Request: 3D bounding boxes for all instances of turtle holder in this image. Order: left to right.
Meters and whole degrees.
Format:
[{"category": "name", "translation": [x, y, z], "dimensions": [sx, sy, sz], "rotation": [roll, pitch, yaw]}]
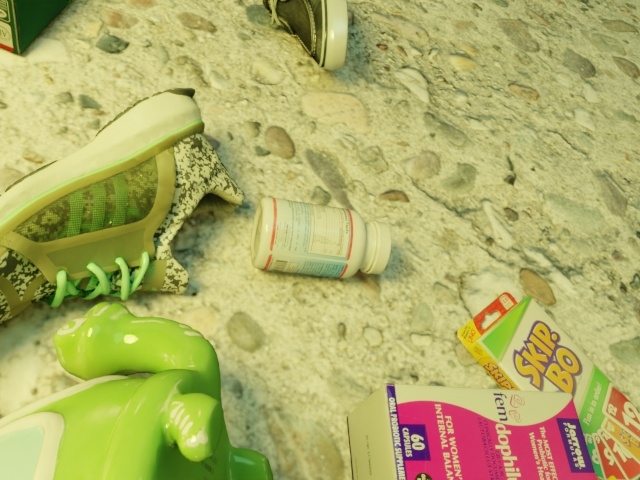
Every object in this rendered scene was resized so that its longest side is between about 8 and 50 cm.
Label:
[{"category": "turtle holder", "translation": [-0.165, 0.196, 0.416], "dimensions": [0.227, 0.243, 0.321], "rotation": [-7, 80, 5]}]

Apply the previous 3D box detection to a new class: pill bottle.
[{"category": "pill bottle", "translation": [0.000, 0.000, 0.704], "dimensions": [0.160, 0.087, 0.087], "rotation": [8, 55, -15]}]

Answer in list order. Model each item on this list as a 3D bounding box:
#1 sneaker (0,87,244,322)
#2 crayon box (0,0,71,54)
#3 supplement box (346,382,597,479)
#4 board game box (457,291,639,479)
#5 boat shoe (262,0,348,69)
[{"category": "sneaker", "translation": [-0.222, 0.006, 0.600], "dimensions": [0.182, 0.158, 0.410], "rotation": [46, 58, -9]}, {"category": "crayon box", "translation": [-0.515, -0.454, 0.811], "dimensions": [0.362, 0.106, 0.313], "rotation": [22, 52, -5]}, {"category": "supplement box", "translation": [0.152, 0.222, 0.597], "dimensions": [0.219, 0.114, 0.111], "rotation": [7, 55, -17]}, {"category": "board game box", "translation": [0.297, 0.182, 0.725], "dimensions": [0.124, 0.039, 0.259], "rotation": [-30, 69, -33]}, {"category": "boat shoe", "translation": [-0.037, -0.389, 0.948], "dimensions": [0.119, 0.121, 0.335], "rotation": [-4, 48, -13]}]
